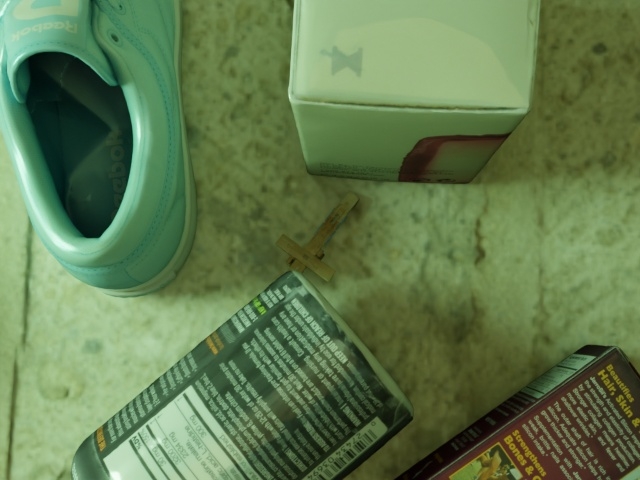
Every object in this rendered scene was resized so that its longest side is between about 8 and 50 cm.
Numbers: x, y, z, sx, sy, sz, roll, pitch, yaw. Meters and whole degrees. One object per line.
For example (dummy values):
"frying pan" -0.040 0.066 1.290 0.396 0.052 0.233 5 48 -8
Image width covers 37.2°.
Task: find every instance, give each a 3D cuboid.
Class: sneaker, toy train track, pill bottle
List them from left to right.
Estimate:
"sneaker" -0.158 -0.146 0.639 0.135 0.150 0.365 -16 85 -2
"pill bottle" -0.070 0.142 0.622 0.246 0.130 0.130 -39 86 -3
"toy train track" 0.000 0.000 0.694 0.048 0.014 0.083 36 80 11

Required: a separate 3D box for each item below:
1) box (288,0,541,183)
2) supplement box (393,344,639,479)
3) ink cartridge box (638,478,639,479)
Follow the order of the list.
"box" 0.053 -0.126 0.594 0.127 0.232 0.148 4 85 1
"supplement box" 0.145 0.165 0.642 0.188 0.081 0.104 -35 86 -2
"ink cartridge box" 0.179 0.285 0.597 0.189 0.066 0.232 -28 117 -2
